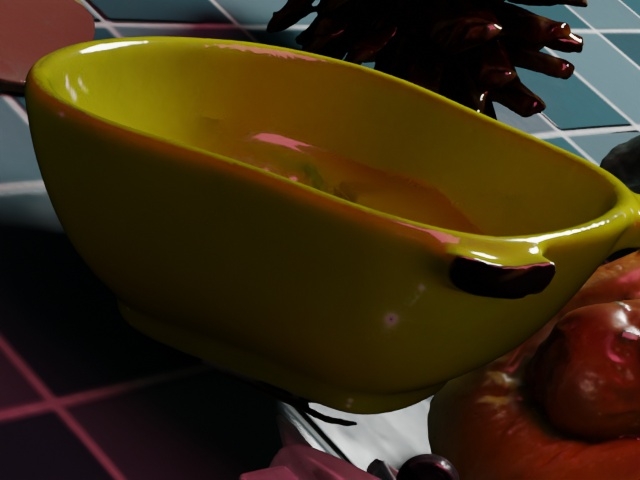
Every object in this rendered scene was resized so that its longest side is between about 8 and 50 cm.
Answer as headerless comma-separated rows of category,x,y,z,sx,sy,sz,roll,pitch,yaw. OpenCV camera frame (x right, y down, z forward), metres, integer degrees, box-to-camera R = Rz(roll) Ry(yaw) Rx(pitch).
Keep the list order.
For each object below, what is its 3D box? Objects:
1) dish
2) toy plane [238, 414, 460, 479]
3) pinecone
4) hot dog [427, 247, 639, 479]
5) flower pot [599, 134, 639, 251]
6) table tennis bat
dish,0.000,0.000,0.741,0.262,0.108,0.221,23,22,27
toy plane,0.046,0.129,0.671,0.171,0.065,0.162,29,15,2
pinecone,0.068,-0.147,1.040,0.208,0.207,0.207,26,27,-14
hot dog,0.185,0.086,0.793,0.257,0.153,0.150,14,32,-35
flower pot,0.328,-0.067,1.099,0.299,0.282,0.299,-3,38,2
table tennis bat,-0.177,-0.146,0.938,0.131,0.022,0.234,28,28,-9
